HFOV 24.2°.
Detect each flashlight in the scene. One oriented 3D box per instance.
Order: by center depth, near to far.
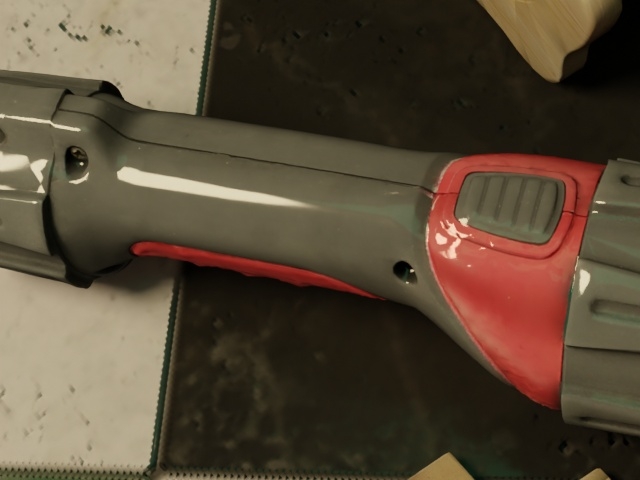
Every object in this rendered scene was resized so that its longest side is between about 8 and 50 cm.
[{"bbox_3d":[0.000,0.000,0.580,0.304,0.103,0.103,9,100,19],"label":"flashlight"}]

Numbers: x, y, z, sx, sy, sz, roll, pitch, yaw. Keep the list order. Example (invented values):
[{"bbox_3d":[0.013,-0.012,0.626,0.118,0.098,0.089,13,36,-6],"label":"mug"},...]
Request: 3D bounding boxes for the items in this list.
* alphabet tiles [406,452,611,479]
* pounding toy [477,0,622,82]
[{"bbox_3d":[0.067,0.185,0.495,0.198,0.009,0.237,-32,55,-15],"label":"alphabet tiles"},{"bbox_3d":[0.095,-0.211,0.629,0.155,0.154,0.269,-32,64,-6],"label":"pounding toy"}]
